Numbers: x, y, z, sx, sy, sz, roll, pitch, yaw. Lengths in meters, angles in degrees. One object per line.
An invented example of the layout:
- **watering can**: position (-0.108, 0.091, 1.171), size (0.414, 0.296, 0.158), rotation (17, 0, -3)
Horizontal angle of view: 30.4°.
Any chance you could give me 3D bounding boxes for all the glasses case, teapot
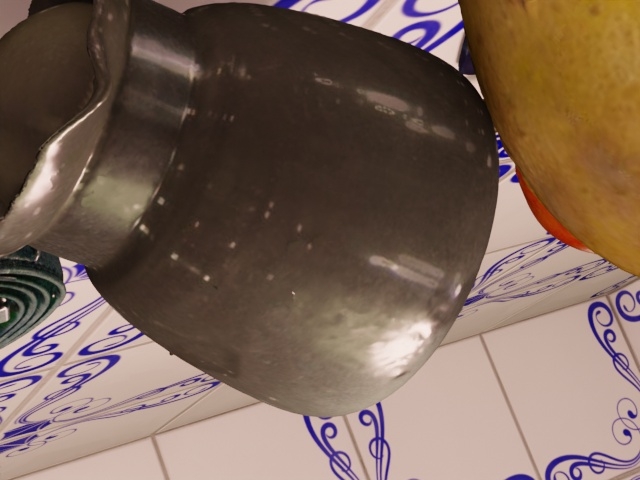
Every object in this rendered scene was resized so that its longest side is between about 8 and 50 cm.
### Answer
- **glasses case**: position (0.137, -0.159, 1.002), size (0.033, 0.023, 0.083), rotation (-22, 167, -4)
- **teapot**: position (-0.082, -0.064, 0.668), size (0.285, 0.305, 0.223), rotation (22, 115, -27)

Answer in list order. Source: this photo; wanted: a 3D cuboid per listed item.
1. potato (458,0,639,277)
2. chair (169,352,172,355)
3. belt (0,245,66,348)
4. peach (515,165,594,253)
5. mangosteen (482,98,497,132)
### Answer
- **potato**: position (0.239, -0.155, 0.599), size (0.290, 0.296, 0.397), rotation (-11, 165, -44)
- **chair**: position (0.000, 0.000, 1.161), size (0.326, 0.170, 0.160), rotation (-19, 166, 19)
- **belt**: position (-0.321, 0.040, 0.887), size (0.267, 0.116, 0.206), rotation (-31, 161, 28)
- **peach**: position (0.315, -0.069, 1.249), size (0.197, 0.197, 0.197), rotation (-20, 167, -5)
- **mangosteen**: position (0.234, -0.123, 1.005), size (0.184, 0.172, 0.172), rotation (-10, 167, -2)
